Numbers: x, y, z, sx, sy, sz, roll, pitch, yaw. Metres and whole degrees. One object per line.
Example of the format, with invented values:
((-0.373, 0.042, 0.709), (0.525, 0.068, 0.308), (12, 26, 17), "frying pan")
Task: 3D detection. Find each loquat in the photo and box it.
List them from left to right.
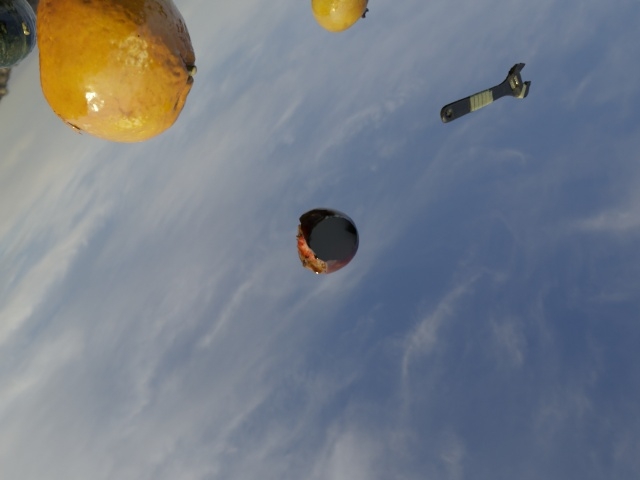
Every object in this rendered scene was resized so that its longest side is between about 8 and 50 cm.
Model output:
((0.043, -0.627, 1.149), (0.149, 0.204, 0.172), (10, -105, 35), "loquat")

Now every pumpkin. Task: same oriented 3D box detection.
((-0.557, -0.349, 0.718), (0.146, 0.190, 0.190), (-55, -148, 31), "pumpkin")

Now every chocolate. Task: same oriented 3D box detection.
((0.000, 0.000, 0.847), (0.133, 0.127, 0.124), (16, -90, 63), "chocolate")

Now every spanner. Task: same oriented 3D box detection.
((0.401, -0.352, 1.093), (0.315, 0.087, 0.024), (-26, -151, -24), "spanner")

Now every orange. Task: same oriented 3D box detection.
((-0.265, -0.238, 0.595), (0.219, 0.193, 0.219), (-45, -145, 45), "orange")
